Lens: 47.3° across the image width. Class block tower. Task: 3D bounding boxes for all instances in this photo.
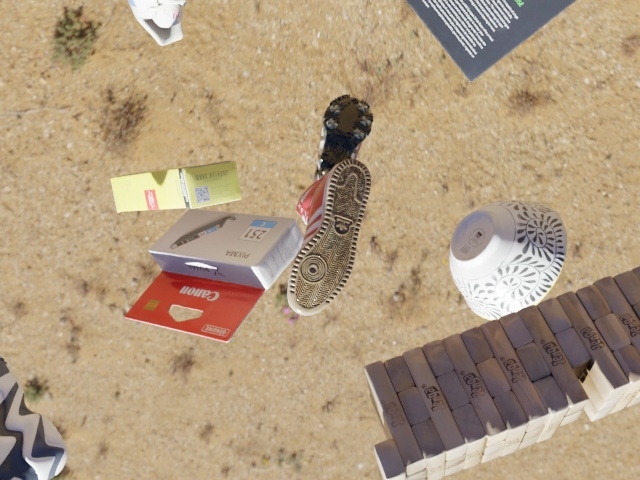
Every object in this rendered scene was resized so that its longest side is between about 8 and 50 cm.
[{"bbox_3d":[0.196,0.107,0.612,0.336,0.097,0.091,-21,149,-3],"label":"block tower"}]

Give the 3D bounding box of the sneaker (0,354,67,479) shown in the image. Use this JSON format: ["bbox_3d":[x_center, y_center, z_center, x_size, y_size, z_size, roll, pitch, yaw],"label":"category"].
[{"bbox_3d":[-0.429,0.219,0.858,0.235,0.153,0.094,47,132,14],"label":"sneaker"}]

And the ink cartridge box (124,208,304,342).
[{"bbox_3d":[-0.213,0.052,1.375,0.297,0.261,0.066,6,135,38],"label":"ink cartridge box"}]

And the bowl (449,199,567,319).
[{"bbox_3d":[0.220,0.009,0.935,0.080,0.170,0.170,29,119,-29],"label":"bowl"}]

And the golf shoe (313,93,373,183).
[{"bbox_3d":[0.033,-0.189,1.532,0.105,0.272,0.120,21,149,-8],"label":"golf shoe"}]

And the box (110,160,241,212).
[{"bbox_3d":[-0.215,-0.076,1.058,0.232,0.087,0.058,1,102,49],"label":"box"}]

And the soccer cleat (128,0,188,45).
[{"bbox_3d":[-0.255,-0.428,1.150,0.116,0.331,0.143,-23,82,-11],"label":"soccer cleat"}]

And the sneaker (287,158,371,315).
[{"bbox_3d":[0.000,0.000,0.547,0.042,0.067,0.118,24,78,-15],"label":"sneaker"}]

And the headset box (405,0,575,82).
[{"bbox_3d":[0.197,-0.293,0.607,0.283,0.246,0.131,-36,105,23],"label":"headset box"}]
